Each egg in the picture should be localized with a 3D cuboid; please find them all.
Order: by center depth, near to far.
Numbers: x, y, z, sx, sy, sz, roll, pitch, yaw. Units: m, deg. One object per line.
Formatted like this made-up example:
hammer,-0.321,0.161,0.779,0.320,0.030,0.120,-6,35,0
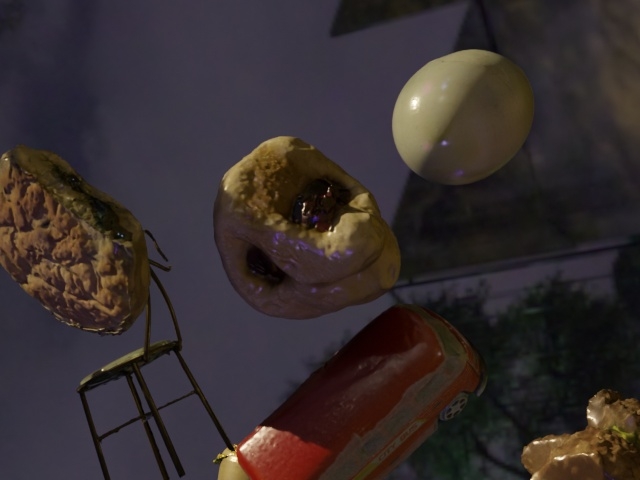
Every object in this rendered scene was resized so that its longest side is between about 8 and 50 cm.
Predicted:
egg,0.172,-0.149,1.465,0.209,0.151,0.151,-40,-62,-44

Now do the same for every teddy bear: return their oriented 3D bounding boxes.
teddy bear,0.380,0.363,1.733,0.222,0.246,0.296,10,-76,-55

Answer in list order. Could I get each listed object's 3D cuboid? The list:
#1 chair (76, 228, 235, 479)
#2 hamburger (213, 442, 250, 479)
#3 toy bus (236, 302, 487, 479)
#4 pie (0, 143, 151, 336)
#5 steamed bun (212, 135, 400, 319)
chair,-0.249,0.166,1.661,0.160,0.170,0.326,-13,-103,-62
hamburger,-0.099,0.356,1.908,0.126,0.141,0.082,26,-111,-29
toy bus,0.041,0.173,1.240,0.121,0.265,0.120,46,176,34
pie,-0.256,0.011,1.235,0.052,0.218,0.185,-34,-25,-46
steamed bun,0.000,0.000,1.178,0.141,0.155,0.172,-51,-40,-27
